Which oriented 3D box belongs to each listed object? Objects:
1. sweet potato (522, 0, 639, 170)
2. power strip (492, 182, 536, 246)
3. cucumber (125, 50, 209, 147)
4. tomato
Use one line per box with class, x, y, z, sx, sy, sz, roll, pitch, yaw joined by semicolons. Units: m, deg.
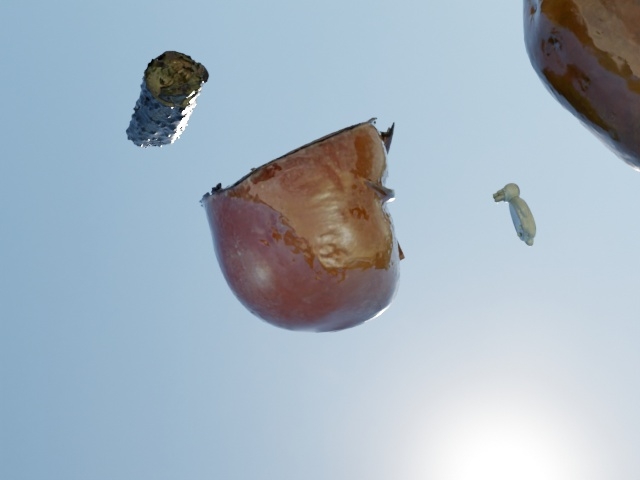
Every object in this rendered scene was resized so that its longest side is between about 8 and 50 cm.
sweet potato;0.201;-0.144;0.660;0.112;0.112;0.359;-2;-128;-35
power strip;0.239;-0.032;1.160;0.035;0.055;0.083;-16;-117;-1
cucumber;-0.133;-0.111;0.800;0.053;0.181;0.053;4;-103;-17
tomato;0.000;0.000;0.797;0.214;0.180;0.155;-46;-64;-86
